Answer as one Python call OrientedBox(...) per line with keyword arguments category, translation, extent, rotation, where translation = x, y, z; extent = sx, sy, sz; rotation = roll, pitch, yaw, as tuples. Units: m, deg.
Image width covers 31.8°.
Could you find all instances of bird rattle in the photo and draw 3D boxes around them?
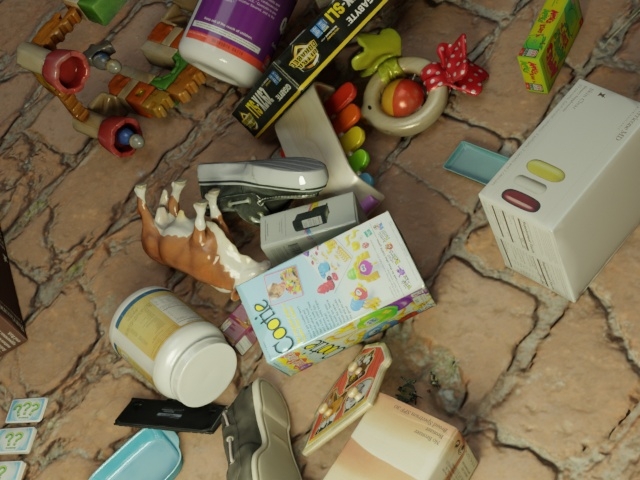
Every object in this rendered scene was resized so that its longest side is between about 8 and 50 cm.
OrientedBox(category="bird rattle", translation=(0.176, -0.284, 2.102), extent=(0.253, 0.143, 0.207), rotation=(18, 76, 20))

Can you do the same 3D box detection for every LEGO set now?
OrientedBox(category="LEGO set", translation=(-0.627, 0.355, 2.018), extent=(0.244, 0.060, 0.183), rotation=(-6, 50, 22))
OrientedBox(category="LEGO set", translation=(0.148, 0.238, 1.767), extent=(0.083, 0.023, 0.054), rotation=(-8, 54, 4))

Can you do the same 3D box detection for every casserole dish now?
OrientedBox(category="casserole dish", translation=(-0.303, 0.390, 1.852), extent=(0.188, 0.037, 0.114), rotation=(-42, 49, -10))

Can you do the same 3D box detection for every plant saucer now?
OrientedBox(category="plant saucer", translation=(0.307, -0.118, 1.955), extent=(0.192, 0.018, 0.067), rotation=(25, 70, 37))

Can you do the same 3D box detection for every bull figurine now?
OrientedBox(category="bull figurine", translation=(-0.220, -0.003, 2.021), extent=(0.310, 0.189, 0.101), rotation=(13, 27, 39))

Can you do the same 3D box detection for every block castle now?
OrientedBox(category="block castle", translation=(-0.368, -0.419, 2.305), extent=(0.212, 0.303, 0.453), rotation=(23, 69, 35))

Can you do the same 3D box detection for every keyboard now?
OrientedBox(category="keyboard", translation=(-0.246, 0.292, 1.887), extent=(0.180, 0.023, 0.108), rotation=(3, 26, 17))

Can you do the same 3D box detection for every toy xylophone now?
OrientedBox(category="toy xylophone", translation=(-0.012, -0.144, 2.065), extent=(0.236, 0.081, 0.323), rotation=(-36, 50, 31))

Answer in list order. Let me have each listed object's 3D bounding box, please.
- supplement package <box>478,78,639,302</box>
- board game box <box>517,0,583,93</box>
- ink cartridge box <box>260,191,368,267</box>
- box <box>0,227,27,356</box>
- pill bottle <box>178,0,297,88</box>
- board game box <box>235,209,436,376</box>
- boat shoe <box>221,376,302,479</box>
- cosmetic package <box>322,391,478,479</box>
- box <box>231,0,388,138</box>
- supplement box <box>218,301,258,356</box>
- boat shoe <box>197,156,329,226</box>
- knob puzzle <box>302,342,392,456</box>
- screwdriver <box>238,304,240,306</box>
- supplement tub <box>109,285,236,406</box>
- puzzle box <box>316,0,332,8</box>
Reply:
OrientedBox(category="supplement package", translation=(0.402, -0.078, 1.756), extent=(0.145, 0.204, 0.262), rotation=(31, 72, 37))
OrientedBox(category="board game box", translation=(0.419, -0.366, 2.035), extent=(0.043, 0.092, 0.181), rotation=(14, 63, 31))
OrientedBox(category="ink cartridge box", translation=(0.000, 0.000, 1.938), extent=(0.175, 0.127, 0.072), rotation=(-15, 49, 13))
OrientedBox(category="box", translation=(-0.709, 0.047, 2.194), extent=(0.143, 0.191, 0.381), rotation=(-29, 49, 3))
OrientedBox(category="pill bottle", translation=(-0.143, -0.478, 2.230), extent=(0.181, 0.181, 0.323), rotation=(23, 88, 36))
OrientedBox(category="board game box", translation=(0.028, 0.091, 1.825), extent=(0.275, 0.142, 0.144), rotation=(-26, 70, 5))
OrientedBox(category="boat shoe", translation=(-0.098, 0.342, 1.714), extent=(0.095, 0.112, 0.335), rotation=(-39, 25, 16))
OrientedBox(category="cosmetic package", translation=(0.081, 0.389, 1.612), extent=(0.153, 0.129, 0.296), rotation=(20, 67, 34))
OrientedBox(category="box", translation=(-0.025, -0.338, 2.091), extent=(0.257, 0.079, 0.322), rotation=(-47, 6, -20))
OrientedBox(category="supplement box", translation=(-0.132, 0.150, 1.944), extent=(0.083, 0.043, 0.055), rotation=(-47, 51, -13))
OrientedBox(category="boat shoe", translation=(-0.099, -0.085, 2.005), extent=(0.121, 0.119, 0.335), rotation=(-10, 9, -36))
OrientedBox(category="knob puzzle", translation=(0.043, 0.224, 1.748), extent=(0.213, 0.030, 0.213), rotation=(-49, 10, 12))
OrientedBox(category="screwdriver", translation=(-0.067, 0.099, 1.974), extent=(0.169, 0.025, 0.024), rotation=(-18, 50, 23))
OrientedBox(category="supplement tub", translation=(-0.250, 0.180, 1.911), extent=(0.144, 0.144, 0.199), rotation=(-47, 51, -12))
OrientedBox(category="puzzle box", translation=(0.106, -0.601, 2.282), extent=(0.272, 0.052, 0.409), rotation=(-21, 27, 9))
